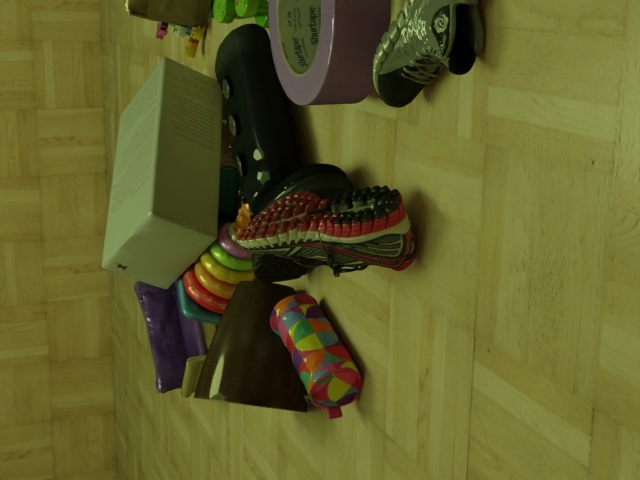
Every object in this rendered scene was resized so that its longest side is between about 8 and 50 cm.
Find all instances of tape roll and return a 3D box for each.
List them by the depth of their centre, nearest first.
[{"bbox_3d":[0.007,-0.340,1.468,0.275,0.090,0.275,174,90,-68],"label":"tape roll"}]

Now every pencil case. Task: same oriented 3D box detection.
[{"bbox_3d":[-0.011,0.193,1.703,0.236,0.104,0.104,-120,33,-50],"label":"pencil case"}]

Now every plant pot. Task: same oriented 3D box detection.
[{"bbox_3d":[-0.117,0.198,1.867,0.215,0.215,0.230,161,118,-68],"label":"plant pot"}]

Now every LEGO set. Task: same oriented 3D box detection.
[{"bbox_3d":[-0.332,-0.496,2.385,0.227,0.087,0.093,33,109,64],"label":"LEGO set"}]

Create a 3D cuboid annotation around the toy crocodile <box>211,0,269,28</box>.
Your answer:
[{"bbox_3d":[-0.116,-0.454,1.818,0.340,0.115,0.105,-165,77,-65],"label":"toy crocodile"}]

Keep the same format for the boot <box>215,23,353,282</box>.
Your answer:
[{"bbox_3d":[-0.078,-0.197,1.761,0.367,0.146,0.445,129,137,-58],"label":"boot"}]

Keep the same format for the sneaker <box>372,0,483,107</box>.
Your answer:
[{"bbox_3d":[0.139,-0.233,1.256,0.229,0.086,0.132,109,146,-44],"label":"sneaker"}]

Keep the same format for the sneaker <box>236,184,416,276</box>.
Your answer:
[{"bbox_3d":[0.000,0.000,1.460,0.299,0.121,0.112,0,126,38],"label":"sneaker"}]

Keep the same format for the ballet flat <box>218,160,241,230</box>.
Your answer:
[{"bbox_3d":[-0.221,-0.057,2.209,0.086,0.086,0.248,-147,64,-63],"label":"ballet flat"}]

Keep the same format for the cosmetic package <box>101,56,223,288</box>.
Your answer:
[{"bbox_3d":[-0.339,-0.152,2.159,0.230,0.161,0.453,-41,38,40],"label":"cosmetic package"}]

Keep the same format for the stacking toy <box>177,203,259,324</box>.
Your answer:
[{"bbox_3d":[-0.178,0.022,2.054,0.175,0.165,0.302,-108,35,-49],"label":"stacking toy"}]

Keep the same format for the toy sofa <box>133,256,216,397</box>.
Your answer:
[{"bbox_3d":[-0.343,0.194,2.437,0.150,0.177,0.362,111,148,-48],"label":"toy sofa"}]

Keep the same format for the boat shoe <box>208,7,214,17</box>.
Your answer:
[{"bbox_3d":[-0.310,-0.590,2.295,0.324,0.123,0.116,30,115,57],"label":"boat shoe"}]

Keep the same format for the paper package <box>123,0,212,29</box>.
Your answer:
[{"bbox_3d":[-0.270,-0.620,1.941,0.309,0.168,0.325,-103,27,-63],"label":"paper package"}]
